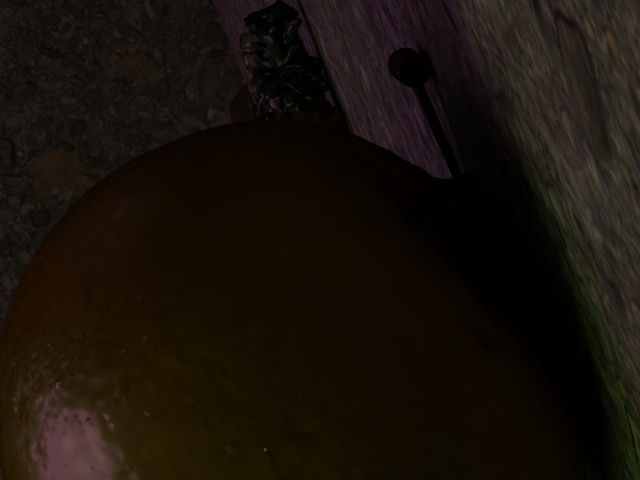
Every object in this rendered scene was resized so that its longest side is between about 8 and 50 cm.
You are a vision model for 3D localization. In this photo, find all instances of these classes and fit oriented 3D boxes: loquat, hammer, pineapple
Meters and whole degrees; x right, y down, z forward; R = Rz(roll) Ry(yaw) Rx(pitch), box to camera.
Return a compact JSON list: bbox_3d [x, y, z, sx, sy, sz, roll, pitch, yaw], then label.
[{"bbox_3d":[-0.032,0.112,1.024,0.328,0.359,0.328,46,-170,-10],"label":"loquat"},{"bbox_3d":[0.069,-0.057,1.099,0.110,0.019,0.035,63,179,-15],"label":"hammer"},{"bbox_3d":[-0.027,-0.120,1.761,0.108,0.108,0.198,-121,22,-74],"label":"pineapple"}]

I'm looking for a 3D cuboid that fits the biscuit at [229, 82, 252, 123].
[{"bbox_3d":[0.002,-0.001,2.047,0.344,0.057,0.287,62,-172,-22],"label":"biscuit"}]

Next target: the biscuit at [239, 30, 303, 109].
[{"bbox_3d":[-0.031,-0.130,1.909,0.082,0.070,0.168,91,160,-74],"label":"biscuit"}]
